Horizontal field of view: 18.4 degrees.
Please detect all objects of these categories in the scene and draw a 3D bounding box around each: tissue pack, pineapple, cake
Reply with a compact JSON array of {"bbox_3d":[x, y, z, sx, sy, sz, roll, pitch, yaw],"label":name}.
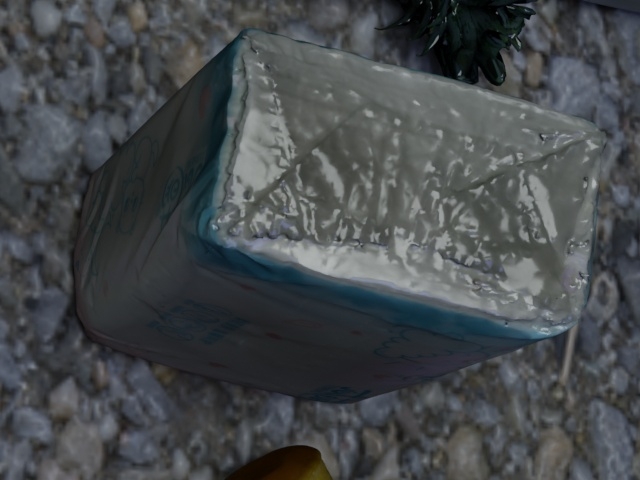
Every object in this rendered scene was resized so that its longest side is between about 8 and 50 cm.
[{"bbox_3d":[-0.002,-0.001,1.013,0.201,0.271,0.124,18,73,-16],"label":"tissue pack"},{"bbox_3d":[0.028,-0.173,1.161,0.221,0.103,0.083,34,103,-12],"label":"pineapple"},{"bbox_3d":[-0.030,0.146,1.074,0.084,0.084,0.044,-34,99,-24],"label":"cake"}]

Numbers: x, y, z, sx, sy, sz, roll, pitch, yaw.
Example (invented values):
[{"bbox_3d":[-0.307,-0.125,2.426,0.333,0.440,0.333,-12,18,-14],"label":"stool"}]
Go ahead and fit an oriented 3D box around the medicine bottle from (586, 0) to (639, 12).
[{"bbox_3d":[0.196,-0.208,1.246,0.183,0.069,0.119,8,78,-18],"label":"medicine bottle"}]
